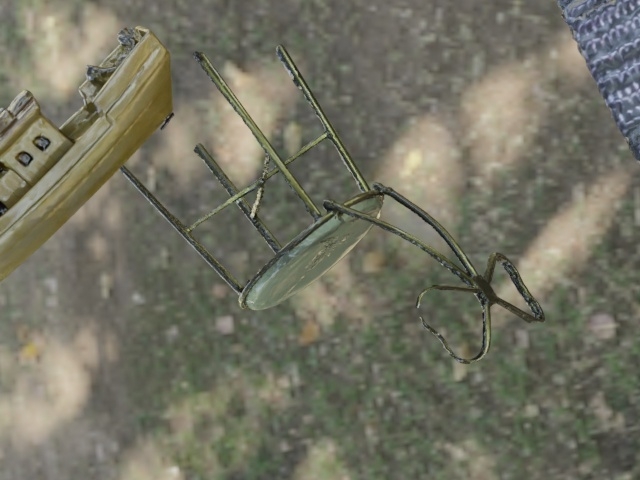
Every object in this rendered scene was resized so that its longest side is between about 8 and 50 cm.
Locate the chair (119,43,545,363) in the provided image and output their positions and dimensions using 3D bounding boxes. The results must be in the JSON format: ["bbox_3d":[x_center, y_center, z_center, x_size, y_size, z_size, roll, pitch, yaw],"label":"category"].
[{"bbox_3d":[0.000,0.000,1.301,0.325,0.160,0.170,50,117,13],"label":"chair"}]

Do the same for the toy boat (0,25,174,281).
[{"bbox_3d":[-0.169,-0.047,0.969,0.206,0.072,0.064,-44,22,-2],"label":"toy boat"}]

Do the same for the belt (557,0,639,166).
[{"bbox_3d":[0.235,-0.091,0.967,0.122,0.325,0.260,-29,99,17],"label":"belt"}]
